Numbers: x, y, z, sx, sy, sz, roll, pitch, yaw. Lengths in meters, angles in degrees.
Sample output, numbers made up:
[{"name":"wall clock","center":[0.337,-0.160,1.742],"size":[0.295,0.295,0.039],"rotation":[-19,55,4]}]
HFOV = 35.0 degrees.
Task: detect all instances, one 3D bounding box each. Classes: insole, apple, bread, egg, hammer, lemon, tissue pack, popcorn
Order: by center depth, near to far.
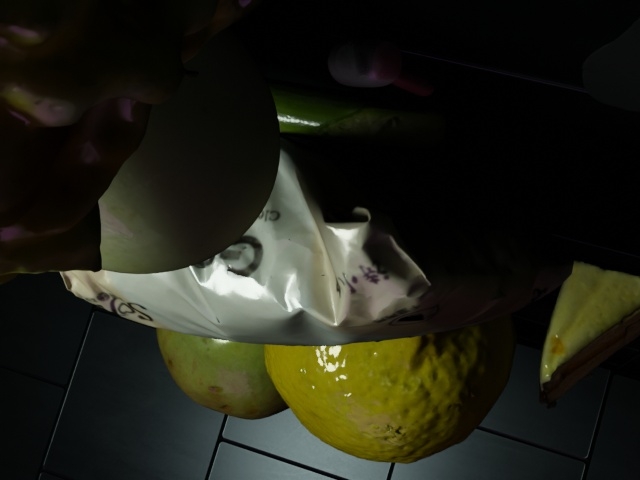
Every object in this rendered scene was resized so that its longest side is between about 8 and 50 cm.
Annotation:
[{"name":"popcorn","center":[-0.141,-0.092,0.408],"size":[0.225,0.249,0.249],"rotation":[11,176,-24]},{"name":"insole","center":[0.177,-0.096,0.532],"size":[0.064,0.004,0.188],"rotation":[16,173,3]},{"name":"egg","center":[-0.139,-0.083,0.654],"size":[0.188,0.189,0.253],"rotation":[9,158,49]},{"name":"hammer","center":[0.046,-0.109,0.665],"size":[0.083,0.031,0.052],"rotation":[15,180,-43]},{"name":"tissue pack","center":[0.000,0.000,0.915],"size":[0.375,0.195,0.390],"rotation":[2,179,33]},{"name":"lemon","center":[0.083,0.121,1.270],"size":[0.336,0.336,0.336],"rotation":[17,173,2]},{"name":"bread","center":[0.352,0.136,1.271],"size":[0.135,0.178,0.240],"rotation":[16,172,18]},{"name":"apple","center":[-0.110,0.112,1.638],"size":[0.338,0.339,0.305],"rotation":[16,157,8]}]

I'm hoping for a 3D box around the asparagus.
[{"name":"asparagus","center":[0.013,-0.096,0.799],"size":[0.178,0.041,0.045],"rotation":[13,179,27]}]
